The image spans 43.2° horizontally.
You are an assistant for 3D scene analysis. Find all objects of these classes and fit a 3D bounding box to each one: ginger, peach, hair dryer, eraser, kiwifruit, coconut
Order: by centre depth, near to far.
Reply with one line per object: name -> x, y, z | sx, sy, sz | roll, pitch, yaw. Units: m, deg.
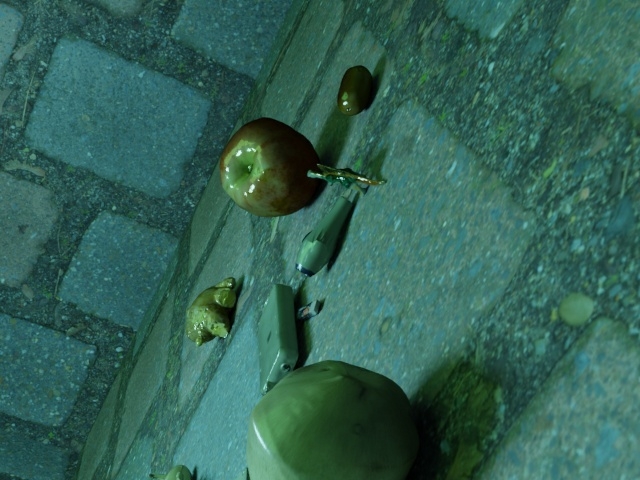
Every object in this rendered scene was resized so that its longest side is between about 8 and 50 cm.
coconut -> 0.016, 0.238, 0.971 | 0.224, 0.224, 0.224 | -57, 20, 33
eraser -> -0.025, 0.135, 1.542 | 0.099, 0.019, 0.027 | -34, 37, 60
hair dryer -> 0.011, -0.015, 1.611 | 0.167, 0.067, 0.199 | -56, 3, 8
kiwifruit -> 0.075, -0.322, 1.735 | 0.075, 0.075, 0.124 | -46, 23, 51
peach -> -0.102, -0.160, 1.859 | 0.232, 0.256, 0.232 | 1, 92, 34
ginger -> -0.293, 0.200, 2.161 | 0.157, 0.102, 0.216 | -18, 40, 34

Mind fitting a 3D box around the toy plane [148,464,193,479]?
toy plane -> -0.327, 0.588, 1.779 | 0.256, 0.104, 0.242 | -113, 32, -59

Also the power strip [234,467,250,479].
power strip -> -0.213, 0.557, 1.461 | 0.367, 0.043, 0.106 | -51, 21, 23

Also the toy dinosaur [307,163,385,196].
toy dinosaur -> 0.041, -0.122, 1.516 | 0.044, 0.106, 0.187 | -68, 16, -1

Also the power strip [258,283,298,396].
power strip -> -0.084, 0.194, 1.583 | 0.270, 0.046, 0.118 | -99, 29, -61
